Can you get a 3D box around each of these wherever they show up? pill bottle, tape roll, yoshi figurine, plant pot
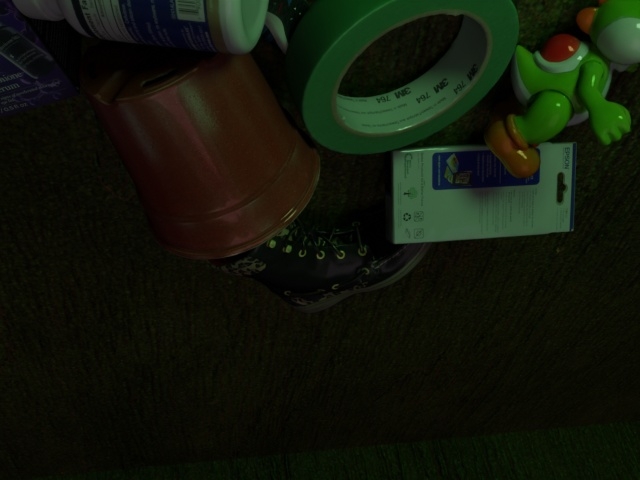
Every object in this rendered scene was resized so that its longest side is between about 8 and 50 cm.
[{"bbox_3d":[-0.198,-0.295,0.842,0.264,0.153,0.153,9,147,8],"label":"pill bottle"},{"bbox_3d":[0.112,-0.250,1.055,0.321,0.077,0.321,-18,153,-10],"label":"tape roll"},{"bbox_3d":[0.432,-0.236,1.142,0.203,0.204,0.362,1,146,-45],"label":"yoshi figurine"},{"bbox_3d":[-0.167,-0.160,1.026,0.272,0.272,0.265,-16,138,8],"label":"plant pot"}]

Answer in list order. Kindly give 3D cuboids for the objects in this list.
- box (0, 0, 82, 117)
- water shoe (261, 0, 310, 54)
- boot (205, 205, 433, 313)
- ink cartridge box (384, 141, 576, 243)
[{"bbox_3d":[-0.406,-0.260,0.926,0.153,0.108,0.207,-15,147,8],"label":"box"},{"bbox_3d":[-0.074,-0.306,1.003,0.080,0.073,0.203,18,170,27],"label":"water shoe"},{"bbox_3d":[0.000,0.000,1.412,0.377,0.138,0.284,-28,143,33],"label":"boot"},{"bbox_3d":[0.278,-0.087,1.334,0.332,0.065,0.165,-3,101,-9],"label":"ink cartridge box"}]
